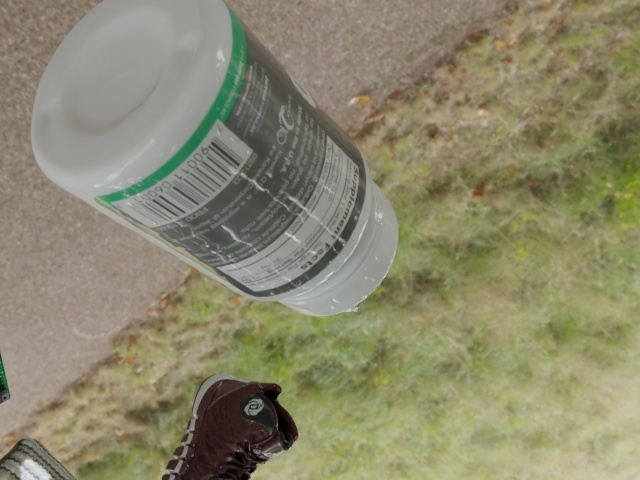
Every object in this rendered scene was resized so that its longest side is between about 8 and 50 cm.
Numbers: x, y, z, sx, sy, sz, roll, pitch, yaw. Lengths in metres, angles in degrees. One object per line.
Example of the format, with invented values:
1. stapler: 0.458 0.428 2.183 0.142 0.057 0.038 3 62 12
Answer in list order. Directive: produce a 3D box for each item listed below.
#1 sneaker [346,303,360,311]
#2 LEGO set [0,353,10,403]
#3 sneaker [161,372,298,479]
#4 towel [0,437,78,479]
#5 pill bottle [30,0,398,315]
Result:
1. sneaker: 0.000 0.000 1.276 0.110 0.275 0.107 1 133 -11
2. LEGO set: -0.489 0.084 0.836 0.192 0.255 0.331 -30 148 -38
3. sneaker: -0.119 0.313 1.072 0.106 0.162 0.281 47 46 -46
4. towel: -0.180 0.319 0.442 0.056 0.312 0.324 -34 -173 39
5. pill bottle: -0.075 -0.063 0.754 0.204 0.204 0.361 -45 141 5
